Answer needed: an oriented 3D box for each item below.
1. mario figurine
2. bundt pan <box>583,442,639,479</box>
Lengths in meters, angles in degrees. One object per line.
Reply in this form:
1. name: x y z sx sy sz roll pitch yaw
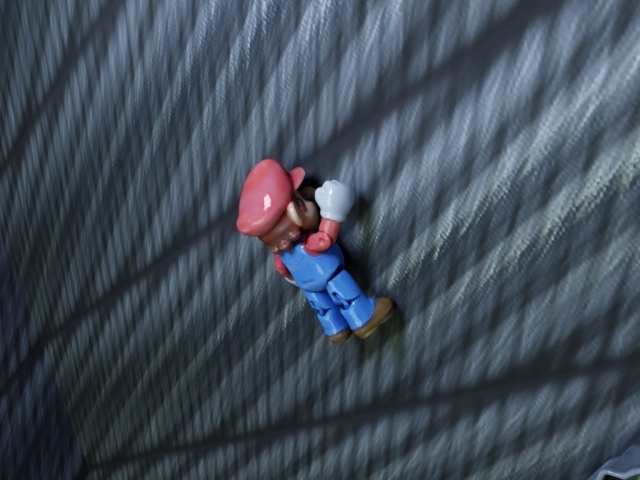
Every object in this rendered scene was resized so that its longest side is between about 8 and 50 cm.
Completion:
1. mario figurine: 0.000 0.000 1.174 0.198 0.170 0.320 -31 103 13
2. bundt pan: 0.479 0.390 0.906 0.331 0.124 0.330 24 129 34
